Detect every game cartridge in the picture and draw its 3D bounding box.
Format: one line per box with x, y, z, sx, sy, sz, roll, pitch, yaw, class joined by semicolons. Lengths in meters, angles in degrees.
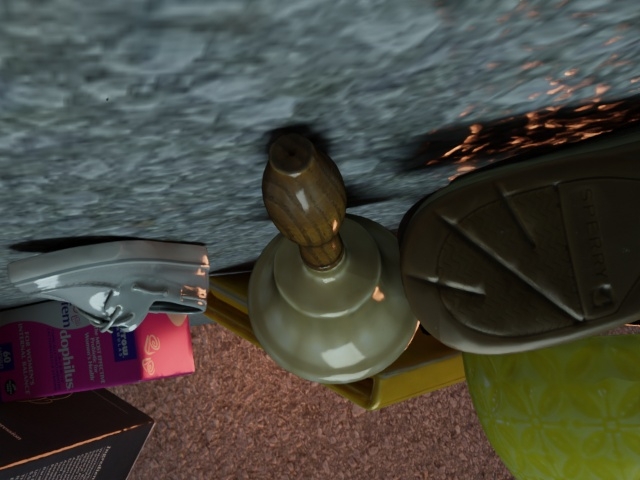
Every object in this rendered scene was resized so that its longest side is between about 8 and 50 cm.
0.070;0.094;0.887;0.323;0.053;0.285;-1;-163;-45;game cartridge

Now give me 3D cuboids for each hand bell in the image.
0.000;0.000;0.426;0.126;0.126;0.242;-9;160;2;hand bell

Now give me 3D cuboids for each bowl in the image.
0.244;0.141;0.500;0.289;0.156;0.289;-1;170;0;bowl

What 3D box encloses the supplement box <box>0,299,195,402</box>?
-0.276;0.124;0.912;0.220;0.111;0.114;-12;171;22;supplement box

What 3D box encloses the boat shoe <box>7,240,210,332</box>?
-0.147;0.037;0.560;0.066;0.063;0.184;-12;173;22;boat shoe

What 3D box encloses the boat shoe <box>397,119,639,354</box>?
0.208;-0.023;0.414;0.341;0.123;0.123;-13;-167;3;boat shoe

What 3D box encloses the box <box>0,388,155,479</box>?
-0.458;0.271;0.959;0.293;0.212;0.395;28;-176;17;box

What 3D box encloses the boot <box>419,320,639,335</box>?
0.242;0.022;0.649;0.347;0.131;0.260;1;168;8;boot
